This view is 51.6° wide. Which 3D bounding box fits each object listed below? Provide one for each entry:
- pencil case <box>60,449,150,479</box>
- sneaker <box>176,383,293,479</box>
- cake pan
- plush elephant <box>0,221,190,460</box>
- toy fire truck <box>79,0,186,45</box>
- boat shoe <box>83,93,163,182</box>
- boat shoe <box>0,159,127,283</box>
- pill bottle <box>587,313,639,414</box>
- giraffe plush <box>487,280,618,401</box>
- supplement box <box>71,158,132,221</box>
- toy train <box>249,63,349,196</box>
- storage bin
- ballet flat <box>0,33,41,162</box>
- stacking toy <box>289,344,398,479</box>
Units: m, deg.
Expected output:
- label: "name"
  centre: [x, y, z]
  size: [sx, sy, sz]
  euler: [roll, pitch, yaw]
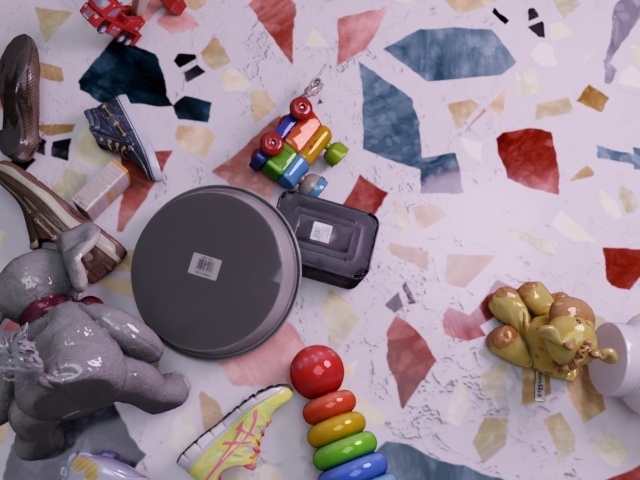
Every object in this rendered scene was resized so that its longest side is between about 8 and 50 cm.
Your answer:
- label: "pencil case"
  centre: [-0.347, 0.442, 0.939]
  size: [0.124, 0.113, 0.273]
  euler: [29, 70, -30]
- label: "sneaker"
  centre: [-0.118, 0.309, 1.041]
  size: [0.208, 0.081, 0.094]
  euler: [-39, 83, -6]
- label: "cake pan"
  centre: [-0.178, 0.049, 1.070]
  size: [0.293, 0.054, 0.294]
  euler: [-1, 83, 9]
- label: "plush elephant"
  centre: [-0.385, 0.129, 0.967]
  size: [0.271, 0.330, 0.256]
  euler: [-22, 57, -5]
- label: "toy fire truck"
  centre: [-0.334, -0.422, 1.196]
  size: [0.135, 0.192, 0.047]
  euler: [-45, 82, 11]
- label: "boat shoe"
  centre: [-0.344, -0.167, 1.159]
  size: [0.083, 0.065, 0.183]
  euler: [-26, 72, -14]
- label: "boat shoe"
  centre: [-0.447, -0.026, 1.083]
  size: [0.257, 0.095, 0.095]
  euler: [37, 77, 3]
- label: "pill bottle"
  centre: [0.637, 0.219, 1.126]
  size: [0.322, 0.181, 0.182]
  euler: [7, 72, -6]
- label: "giraffe plush"
  centre: [0.394, 0.159, 1.112]
  size: [0.181, 0.170, 0.210]
  euler: [-8, 75, -11]
- label: "supplement box"
  centre: [-0.371, -0.085, 1.127]
  size: [0.036, 0.062, 0.098]
  euler: [39, 71, 3]
- label: "toy train"
  centre: [-0.005, -0.194, 1.202]
  size: [0.143, 0.105, 0.248]
  euler: [39, 71, -7]
- label: "storage bin"
  centre: [0.000, 0.000, 1.147]
  size: [0.180, 0.084, 0.122]
  euler: [16, 72, -4]
- label: "ballet flat"
  centre: [-0.520, -0.249, 1.163]
  size: [0.084, 0.058, 0.250]
  euler: [-19, 68, 23]
- label: "stacking toy"
  centre: [0.032, 0.322, 1.035]
  size: [0.141, 0.141, 0.331]
  euler: [-18, 72, -13]
